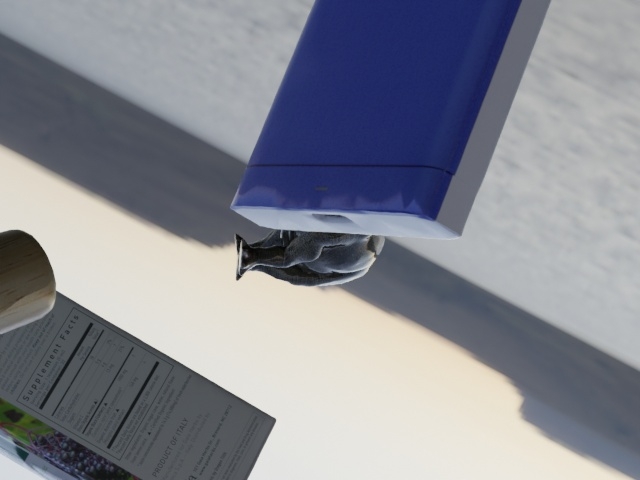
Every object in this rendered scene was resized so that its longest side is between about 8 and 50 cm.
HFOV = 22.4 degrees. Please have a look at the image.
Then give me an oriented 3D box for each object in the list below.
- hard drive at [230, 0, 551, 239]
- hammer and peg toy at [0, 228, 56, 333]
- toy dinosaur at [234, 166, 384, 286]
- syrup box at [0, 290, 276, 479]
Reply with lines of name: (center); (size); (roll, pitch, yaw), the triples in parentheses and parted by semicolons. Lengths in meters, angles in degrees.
hard drive: (0.067, -0.156, 1.042); (0.040, 0.319, 0.210); (30, 165, -33)
hammer and peg toy: (-0.196, 0.156, 0.696); (0.127, 0.361, 0.266); (-22, -159, -36)
toy dinosaur: (0.000, 0.000, 1.545); (0.160, 0.121, 0.313); (3, 151, -5)
syrup box: (-0.157, 0.101, 1.019); (0.237, 0.096, 0.093); (30, 159, -5)
